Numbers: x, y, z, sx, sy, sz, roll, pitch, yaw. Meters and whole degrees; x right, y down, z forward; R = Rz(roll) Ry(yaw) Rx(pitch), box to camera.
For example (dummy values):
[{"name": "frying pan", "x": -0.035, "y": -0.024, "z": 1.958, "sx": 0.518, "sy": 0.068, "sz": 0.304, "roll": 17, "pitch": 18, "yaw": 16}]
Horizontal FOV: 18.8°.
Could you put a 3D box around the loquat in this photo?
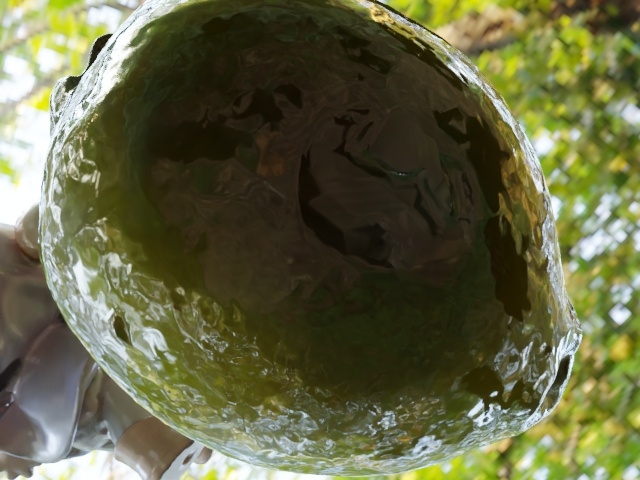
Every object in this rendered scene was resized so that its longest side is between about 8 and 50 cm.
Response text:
[{"name": "loquat", "x": 0.000, "y": 0.000, "z": 0.618, "sx": 0.195, "sy": 0.152, "sz": 0.152, "roll": 31, "pitch": -124, "yaw": -6}]

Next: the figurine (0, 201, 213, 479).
[{"name": "figurine", "x": -0.194, "y": 0.074, "z": 1.237, "sx": 0.276, "sy": 0.200, "sz": 0.133, "roll": 28, "pitch": -146, "yaw": 7}]
